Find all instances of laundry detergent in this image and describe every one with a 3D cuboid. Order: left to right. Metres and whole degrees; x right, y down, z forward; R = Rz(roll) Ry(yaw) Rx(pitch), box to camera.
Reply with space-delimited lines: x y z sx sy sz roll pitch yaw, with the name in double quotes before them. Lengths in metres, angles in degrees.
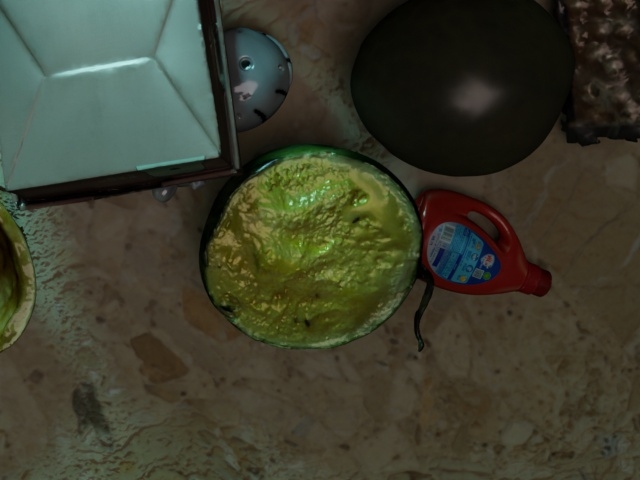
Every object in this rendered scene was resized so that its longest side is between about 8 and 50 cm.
"laundry detergent" 0.163 0.012 1.892 0.165 0.049 0.097 20 98 -18

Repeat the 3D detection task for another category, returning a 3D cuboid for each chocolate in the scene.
"chocolate" 0.280 -0.256 1.825 0.102 0.065 0.329 3 109 22

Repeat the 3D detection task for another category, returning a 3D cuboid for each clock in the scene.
"clock" -0.100 -0.120 1.764 0.176 0.080 0.117 -28 82 -2

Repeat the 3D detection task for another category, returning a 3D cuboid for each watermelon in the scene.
"watermelon" -0.007 -0.002 1.810 0.232 0.127 0.204 1 111 -13

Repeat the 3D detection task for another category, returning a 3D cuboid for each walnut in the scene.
"walnut" -0.356 0.019 1.770 0.167 0.087 0.211 -12 109 -3

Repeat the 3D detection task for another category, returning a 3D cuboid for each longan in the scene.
"longan" 0.137 -0.151 1.767 0.212 0.198 0.198 -18 110 -27

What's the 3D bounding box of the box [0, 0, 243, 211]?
"box" -0.191 -0.147 1.691 0.215 0.086 0.215 -8 84 7
